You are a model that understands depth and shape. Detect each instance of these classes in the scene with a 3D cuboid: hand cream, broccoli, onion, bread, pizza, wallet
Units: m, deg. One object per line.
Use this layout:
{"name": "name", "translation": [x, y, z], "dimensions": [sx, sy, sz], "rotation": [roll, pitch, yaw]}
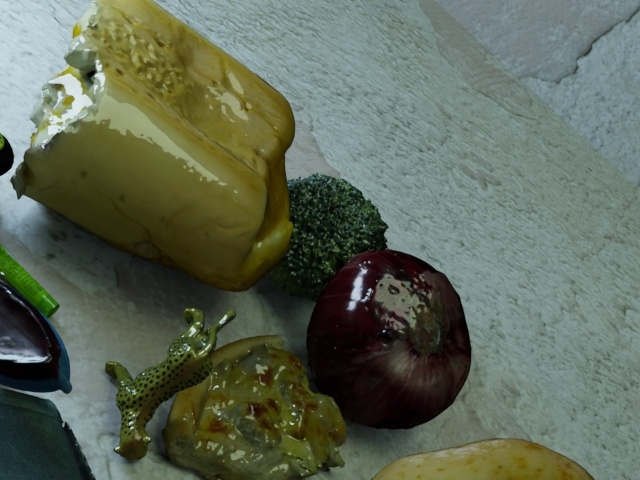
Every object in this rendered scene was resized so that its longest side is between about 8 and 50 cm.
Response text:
{"name": "hand cream", "translation": [-0.360, 0.043, 1.777], "dimensions": [0.122, 0.023, 0.036], "rotation": [44, 39, 8]}
{"name": "broccoli", "translation": [0.000, -0.001, 2.147], "dimensions": [0.198, 0.176, 0.226], "rotation": [-6, 64, -1]}
{"name": "onion", "translation": [0.084, 0.135, 2.033], "dimensions": [0.252, 0.219, 0.252], "rotation": [1, 88, -32]}
{"name": "bread", "translation": [-0.208, -0.099, 1.951], "dimensions": [0.394, 0.250, 0.361], "rotation": [34, 33, -20]}
{"name": "pizza", "translation": [-0.064, 0.220, 1.839], "dimensions": [0.223, 0.089, 0.323], "rotation": [40, 28, 4]}
{"name": "wallet", "translation": [-0.294, 0.288, 1.461], "dimensions": [0.237, 0.075, 0.342], "rotation": [16, 34, -50]}

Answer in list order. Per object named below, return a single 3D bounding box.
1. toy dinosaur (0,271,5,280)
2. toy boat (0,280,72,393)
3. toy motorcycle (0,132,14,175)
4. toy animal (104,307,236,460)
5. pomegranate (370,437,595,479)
{"name": "toy dinosaur", "translation": [-0.388, 0.062, 1.718], "dimensions": [0.060, 0.029, 0.119], "rotation": [-15, 57, -39]}
{"name": "toy boat", "translation": [-0.356, 0.101, 1.617], "dimensions": [0.223, 0.097, 0.100], "rotation": [33, 68, 20]}
{"name": "toy motorcycle", "translation": [-0.525, -0.195, 1.789], "dimensions": [0.342, 0.142, 0.206], "rotation": [51, 22, 15]}
{"name": "toy animal", "translation": [-0.168, 0.157, 1.711], "dimensions": [0.073, 0.181, 0.136], "rotation": [50, 10, -25]}
{"name": "pomegranate", "translation": [0.165, 0.394, 1.542], "dimensions": [0.410, 0.410, 0.410], "rotation": [31, 29, -20]}
